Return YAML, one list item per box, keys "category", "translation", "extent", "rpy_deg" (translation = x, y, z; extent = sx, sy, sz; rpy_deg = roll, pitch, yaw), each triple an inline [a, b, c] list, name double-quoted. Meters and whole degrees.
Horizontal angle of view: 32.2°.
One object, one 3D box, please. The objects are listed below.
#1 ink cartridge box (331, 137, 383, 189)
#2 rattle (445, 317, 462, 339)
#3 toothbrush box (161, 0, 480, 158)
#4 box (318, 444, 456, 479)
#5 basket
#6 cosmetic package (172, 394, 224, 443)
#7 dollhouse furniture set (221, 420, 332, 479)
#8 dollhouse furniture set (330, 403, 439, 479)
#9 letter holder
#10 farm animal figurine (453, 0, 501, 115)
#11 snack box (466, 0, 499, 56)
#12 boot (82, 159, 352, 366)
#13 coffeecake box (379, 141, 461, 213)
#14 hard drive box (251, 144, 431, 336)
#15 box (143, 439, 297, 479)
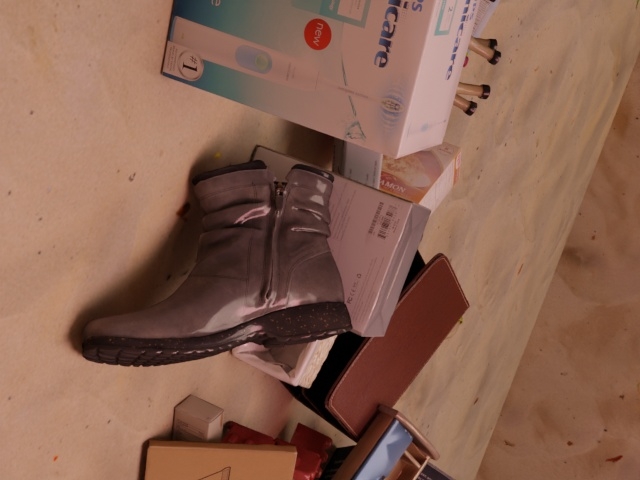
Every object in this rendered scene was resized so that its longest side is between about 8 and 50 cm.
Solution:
- category: "ink cartridge box"
  translation: [0.050, -0.187, 1.560]
  extent: [0.239, 0.060, 0.275]
  rpy_deg: [-98, -170, -54]
- category: "rattle"
  translation: [0.181, 0.159, 2.252]
  extent: [0.200, 0.143, 0.130]
  rpy_deg: [-20, 97, -41]
- category: "toothbrush box"
  translation: [0.002, -0.235, 1.154]
  extent: [0.126, 0.296, 0.216]
  rpy_deg: [-24, 132, -59]
- category: "box"
  translation: [0.066, 0.583, 1.992]
  extent: [0.395, 0.212, 0.293]
  rpy_deg: [-58, -171, -21]
- category: "basket"
  translation: [-0.036, 0.124, 1.629]
  extent: [0.167, 0.113, 0.103]
  rpy_deg: [-64, 159, -8]
- category: "cosmetic package"
  translation: [-0.171, 0.278, 1.535]
  extent: [0.041, 0.060, 0.115]
  rpy_deg: [-37, 143, -53]
- category: "dollhouse furniture set"
  translation: [-0.088, 0.386, 1.760]
  extent: [0.374, 0.152, 0.201]
  rpy_deg: [-30, 139, -81]
- category: "dollhouse furniture set"
  translation: [0.191, 0.433, 1.690]
  extent: [0.198, 0.303, 0.286]
  rpy_deg: [-52, 125, -16]
- category: "letter holder"
  translation: [0.075, 0.142, 1.785]
  extent: [0.302, 0.152, 0.214]
  rpy_deg: [-51, 149, -12]
- category: "farm animal figurine"
  translation: [0.161, -0.360, 1.468]
  extent: [0.330, 0.172, 0.326]
  rpy_deg: [-97, -149, -52]
- category: "snack box"
  translation: [0.223, -0.349, 1.751]
  extent: [0.207, 0.070, 0.174]
  rpy_deg: [-61, -177, -20]
- category: "boot"
  translation: [-0.131, 0.025, 1.313]
  extent: [0.338, 0.118, 0.222]
  rpy_deg: [-6, 81, -29]
- category: "coffeecake box"
  translation: [0.116, -0.092, 1.733]
  extent: [0.185, 0.142, 0.068]
  rpy_deg: [-50, 152, -38]
- category: "hard drive box"
  translation: [0.000, 0.000, 1.442]
  extent: [0.089, 0.232, 0.181]
  rpy_deg: [13, 99, -68]
- category: "box"
  translation: [-0.143, 0.347, 1.516]
  extent: [0.021, 0.201, 0.164]
  rpy_deg: [-109, -154, -62]
